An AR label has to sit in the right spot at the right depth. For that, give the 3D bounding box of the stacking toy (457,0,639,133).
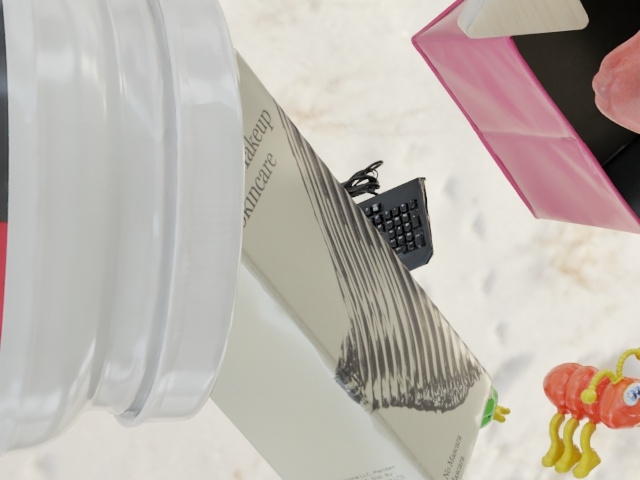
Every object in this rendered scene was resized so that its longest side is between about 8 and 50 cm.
[{"bbox_3d":[0.261,-0.190,1.092,0.279,0.130,0.309,12,113,-22],"label":"stacking toy"}]

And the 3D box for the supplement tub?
[{"bbox_3d":[-0.179,-0.018,0.611,0.272,0.191,0.191,1,115,-17],"label":"supplement tub"}]

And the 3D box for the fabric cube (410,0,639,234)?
[{"bbox_3d":[0.295,-0.180,1.757,0.254,0.258,0.259,-41,105,-12],"label":"fabric cube"}]

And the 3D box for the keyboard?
[{"bbox_3d":[0.000,0.000,1.362,0.038,0.192,0.100,24,51,-47],"label":"keyboard"}]

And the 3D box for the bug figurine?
[{"bbox_3d":[0.090,0.149,1.160,0.279,0.216,0.072,-36,117,-33],"label":"bug figurine"}]

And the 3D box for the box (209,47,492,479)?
[{"bbox_3d":[-0.019,0.035,0.984,0.275,0.094,0.113,51,39,-27],"label":"box"}]
